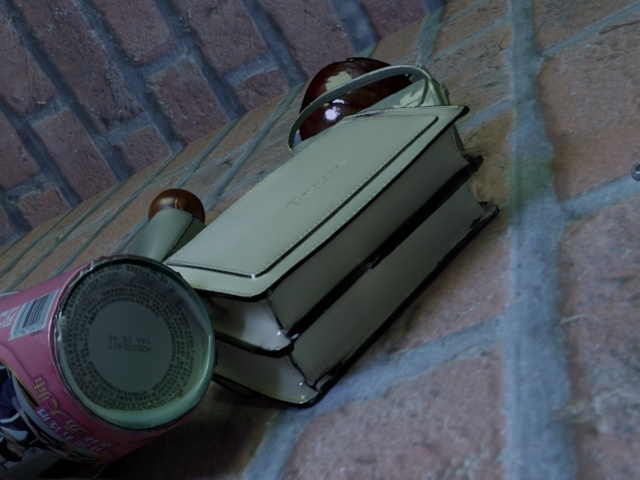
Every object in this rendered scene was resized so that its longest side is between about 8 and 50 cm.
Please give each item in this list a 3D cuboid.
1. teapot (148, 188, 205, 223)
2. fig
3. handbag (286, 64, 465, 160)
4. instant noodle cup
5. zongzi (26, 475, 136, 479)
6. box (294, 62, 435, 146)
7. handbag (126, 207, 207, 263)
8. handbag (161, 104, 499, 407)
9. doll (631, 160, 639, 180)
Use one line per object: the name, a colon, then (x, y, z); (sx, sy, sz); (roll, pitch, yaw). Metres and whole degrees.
teapot: (-0.282, -0.030, 1.670); (0.116, 0.116, 0.173); (-47, -4, -41)
fig: (0.095, -0.191, 1.342); (0.249, 0.187, 0.203); (7, 12, 43)
handbag: (0.068, -0.139, 1.216); (0.256, 0.079, 0.219); (-25, 57, 17)
instant noodle cup: (-0.234, 0.128, 0.846); (0.255, 0.244, 0.244); (-26, 16, 45)
zongzi: (-0.454, 0.395, 0.781); (0.466, 0.218, 0.500); (-2, -31, -50)
box: (0.083, -0.234, 1.635); (0.269, 0.079, 0.135); (-18, 22, 38)
handbag: (-0.265, 0.093, 1.192); (0.241, 0.109, 0.315); (-53, 5, 28)
handbag: (0.000, 0.000, 0.959); (0.236, 0.160, 0.358); (12, 44, 45)
doll: (0.370, -0.075, 0.702); (0.227, 0.075, 0.102); (-7, 36, 29)
